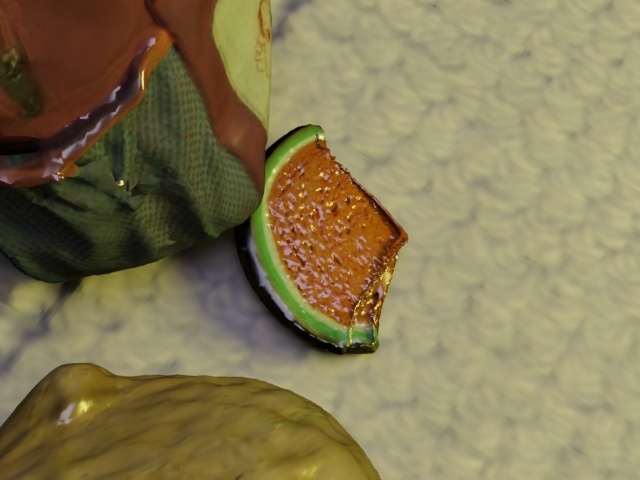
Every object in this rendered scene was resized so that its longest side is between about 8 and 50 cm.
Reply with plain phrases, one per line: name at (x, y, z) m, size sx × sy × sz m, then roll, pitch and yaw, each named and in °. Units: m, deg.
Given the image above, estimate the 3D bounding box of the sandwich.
sandwich at (-0.001, 0.004, 0.606) m, size 0.069 × 0.026 × 0.101 m, roll -32°, pitch 73°, yaw -24°

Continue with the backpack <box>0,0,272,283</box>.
backpack at (-0.134, -0.155, 0.508) m, size 0.197 × 0.317 × 0.283 m, roll -21°, pitch 65°, yaw 5°

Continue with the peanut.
peanut at (-0.042, 0.142, 0.485) m, size 0.197 × 0.110 × 0.233 m, roll -35°, pitch 73°, yaw -20°
